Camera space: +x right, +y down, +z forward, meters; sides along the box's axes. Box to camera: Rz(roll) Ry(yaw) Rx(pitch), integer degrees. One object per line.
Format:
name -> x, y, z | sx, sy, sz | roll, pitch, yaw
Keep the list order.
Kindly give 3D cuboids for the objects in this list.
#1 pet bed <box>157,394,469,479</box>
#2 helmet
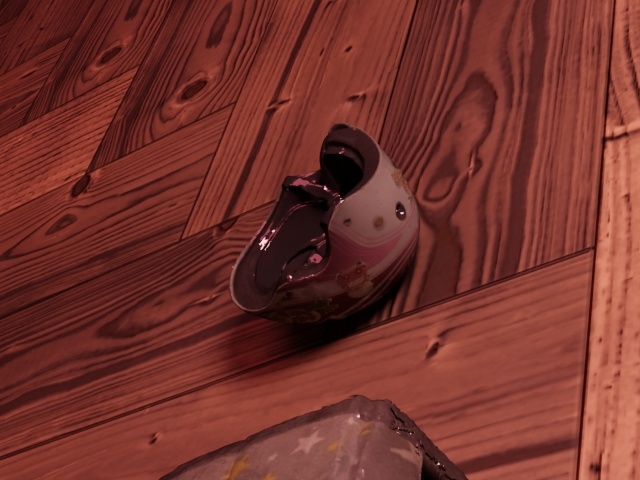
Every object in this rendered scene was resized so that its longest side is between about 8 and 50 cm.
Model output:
pet bed -> -0.011, 0.212, 0.795 | 0.211, 0.183, 0.159 | -24, 30, 29
helmet -> 0.016, 0.003, 1.158 | 0.177, 0.107, 0.153 | -48, 25, 28
